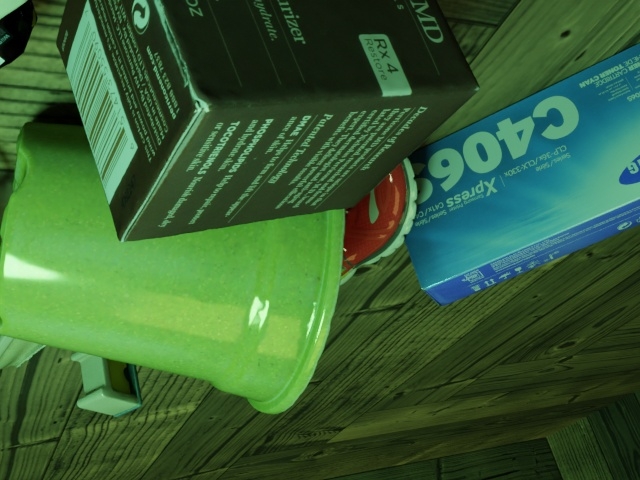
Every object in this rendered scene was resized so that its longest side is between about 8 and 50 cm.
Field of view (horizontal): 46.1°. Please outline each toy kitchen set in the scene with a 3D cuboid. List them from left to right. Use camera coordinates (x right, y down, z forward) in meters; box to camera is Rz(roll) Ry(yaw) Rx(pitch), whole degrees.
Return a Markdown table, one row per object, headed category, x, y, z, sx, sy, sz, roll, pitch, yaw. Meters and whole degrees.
| category | x | y | z | sx | sy | sz | roll | pitch | yaw |
| --- | --- | --- | --- | --- | --- | --- | --- | --- | --- |
| toy kitchen set | -0.179 | 0.093 | 0.884 | 0.207 | 0.166 | 0.122 | -28 | 153 | 22 |

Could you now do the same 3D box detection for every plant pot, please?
| category | x | y | z | sx | sy | sz | roll | pitch | yaw |
| --- | --- | --- | --- | --- | --- | --- | --- | --- | --- |
| plant pot | -0.149 | 0.008 | 0.673 | 0.254 | 0.276 | 0.276 | 9 | 146 | -21 |

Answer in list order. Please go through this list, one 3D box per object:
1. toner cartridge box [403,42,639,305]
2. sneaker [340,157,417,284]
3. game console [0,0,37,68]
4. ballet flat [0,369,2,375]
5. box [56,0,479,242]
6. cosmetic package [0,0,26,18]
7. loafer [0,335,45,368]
| category | x | y | z | sx | sy | sz | roll | pitch | yaw |
| --- | --- | --- | --- | --- | --- | --- | --- | --- | --- |
| toner cartridge box | 0.251 | -0.073 | 0.816 | 0.348 | 0.165 | 0.075 | -25 | 152 | 16 |
| sneaker | 0.000 | 0.000 | 0.834 | 0.118 | 0.107 | 0.279 | -8 | 146 | -46 |
| game console | -0.358 | -0.095 | 0.434 | 0.361 | 0.044 | 0.213 | -39 | 145 | 3 |
| ballet flat | -0.493 | 0.113 | 0.823 | 0.316 | 0.107 | 0.106 | 11 | 129 | -44 |
| box | -0.045 | -0.118 | 0.506 | 0.203 | 0.168 | 0.167 | -12 | 161 | -34 |
| cosmetic package | -0.275 | -0.184 | 0.270 | 0.160 | 0.113 | 0.309 | -35 | 143 | -3 |
| loafer | -0.313 | 0.072 | 0.841 | 0.092 | 0.101 | 0.268 | 11 | 142 | -33 |
